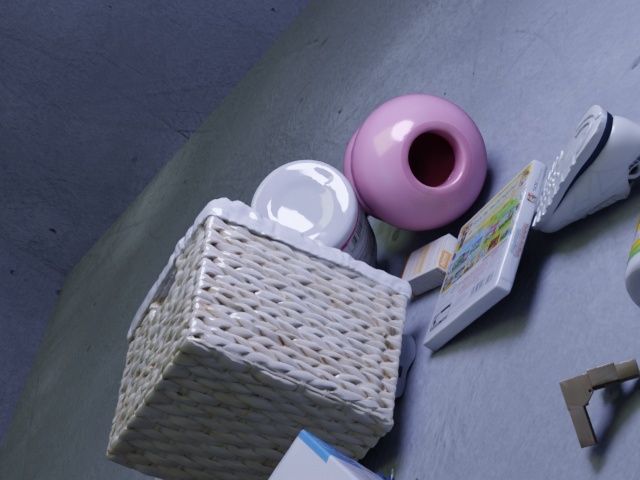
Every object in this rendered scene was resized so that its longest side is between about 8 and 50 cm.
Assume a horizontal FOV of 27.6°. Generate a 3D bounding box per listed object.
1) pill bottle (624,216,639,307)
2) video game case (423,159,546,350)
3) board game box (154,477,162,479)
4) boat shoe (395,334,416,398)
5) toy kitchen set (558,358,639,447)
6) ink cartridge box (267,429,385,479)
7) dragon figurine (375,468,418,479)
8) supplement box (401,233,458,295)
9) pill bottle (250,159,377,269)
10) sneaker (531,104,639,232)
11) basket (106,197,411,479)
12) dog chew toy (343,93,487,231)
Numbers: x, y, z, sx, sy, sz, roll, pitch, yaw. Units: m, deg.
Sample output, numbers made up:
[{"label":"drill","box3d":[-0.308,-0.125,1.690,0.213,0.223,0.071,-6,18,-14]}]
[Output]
[{"label":"pill bottle","box3d":[0.401,-0.043,1.323,0.136,0.136,0.245,-28,34,54]},{"label":"video game case","box3d":[0.221,0.024,1.758,0.227,0.026,0.206,-50,16,59]},{"label":"board game box","box3d":[-0.177,0.373,2.171,0.316,0.064,0.242,-43,24,35]},{"label":"boat shoe","box3d":[0.107,0.180,1.842,0.035,0.035,0.100,-26,42,51]},{"label":"toy kitchen set","box3d":[0.306,0.173,1.387,0.083,0.075,0.068,-19,-13,10]},{"label":"ink cartridge box","box3d":[0.060,0.359,1.306,0.197,0.270,0.198,-56,19,-4]},{"label":"dragon figurine","box3d":[0.082,0.335,1.549,0.144,0.085,0.289,-59,-3,-4]},{"label":"supplement box","box3d":[0.165,0.037,1.920,0.098,0.036,0.062,-29,33,53]},{"label":"pill bottle","box3d":[0.000,0.000,2.009,0.160,0.160,0.283,-61,-20,-12]},{"label":"sneaker","box3d":[0.336,-0.070,1.619,0.235,0.095,0.090,117,169,-60]},{"label":"basket","box3d":[-0.092,0.178,1.826,0.328,0.331,0.266,-53,19,39]},{"label":"dog chew toy","box3d":[0.127,-0.116,2.027,0.206,0.206,0.332,-59,12,-8]}]
